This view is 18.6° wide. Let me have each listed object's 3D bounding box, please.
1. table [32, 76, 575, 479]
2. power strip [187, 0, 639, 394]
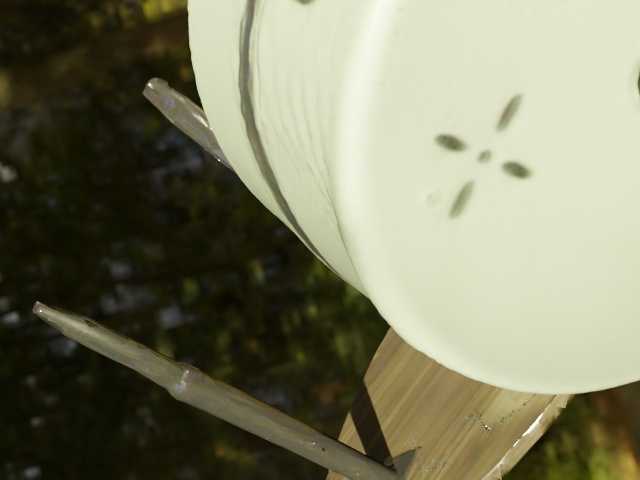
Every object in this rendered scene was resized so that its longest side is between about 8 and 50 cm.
[{"bbox_3d":[0.000,0.000,1.164,0.249,0.317,0.317,39,-167,-15],"label":"table"},{"bbox_3d":[0.109,-0.110,0.903,0.161,0.357,0.357,42,156,48],"label":"power strip"}]
